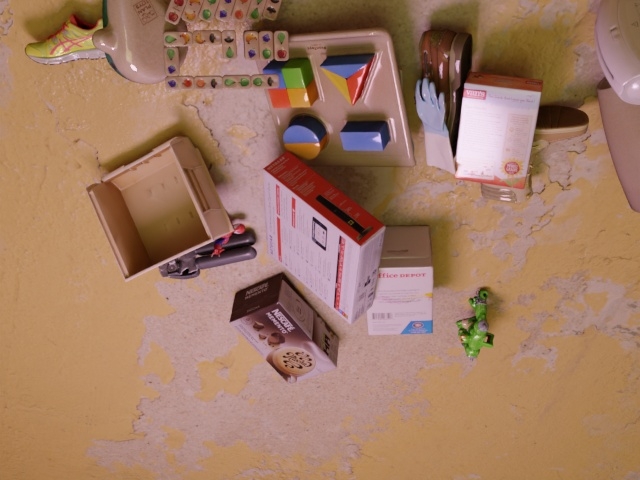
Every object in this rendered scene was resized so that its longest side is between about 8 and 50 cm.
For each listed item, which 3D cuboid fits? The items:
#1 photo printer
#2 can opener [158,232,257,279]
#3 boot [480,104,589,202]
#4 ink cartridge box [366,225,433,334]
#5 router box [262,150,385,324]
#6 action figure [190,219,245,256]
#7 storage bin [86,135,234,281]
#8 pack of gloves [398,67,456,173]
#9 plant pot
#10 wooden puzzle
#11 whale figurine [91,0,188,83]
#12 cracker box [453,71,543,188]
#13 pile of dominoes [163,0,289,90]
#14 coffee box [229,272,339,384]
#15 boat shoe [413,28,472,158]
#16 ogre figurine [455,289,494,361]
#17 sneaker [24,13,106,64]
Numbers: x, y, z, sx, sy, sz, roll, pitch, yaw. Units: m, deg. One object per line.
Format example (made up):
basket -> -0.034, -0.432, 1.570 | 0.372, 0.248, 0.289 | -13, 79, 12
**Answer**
photo printer -> 0.687, -0.380, 1.436 | 0.307, 0.256, 0.107 | -3, 149, 6
can opener -> -0.296, 0.046, 1.995 | 0.283, 0.076, 0.095 | -12, 160, 13
boot -> 0.476, -0.189, 1.702 | 0.261, 0.095, 0.203 | -8, 127, 19
ink cartridge box -> 0.199, 0.101, 1.920 | 0.171, 0.168, 0.233 | -1, 129, 5
router box -> 0.000, 0.000, 1.750 | 0.301, 0.082, 0.335 | 40, 153, 23
action figure -> -0.332, -0.018, 1.886 | 0.280, 0.139, 0.092 | -3, 104, 4
storage bin -> -0.382, -0.078, 1.785 | 0.262, 0.123, 0.260 | -24, 90, 23
pack of gloves -> 0.194, -0.256, 1.632 | 0.195, 0.046, 0.232 | 29, 146, 42
plant pot -> 0.702, -0.239, 1.575 | 0.256, 0.256, 0.274 | -31, 105, 26
wooden puzzle -> 0.022, -0.283, 1.621 | 0.322, 0.080, 0.348 | 3, 133, 26
whale figurine -> -0.385, -0.452, 1.525 | 0.141, 0.216, 0.272 | 18, 142, 44
cracker box -> 0.375, -0.232, 1.599 | 0.155, 0.067, 0.232 | 11, 128, 14
pile of dominoes -> -0.190, -0.399, 1.507 | 0.251, 0.040, 0.196 | -3, 108, -8
coffee box -> -0.096, 0.251, 2.099 | 0.168, 0.119, 0.297 | -23, 124, 23
boat shoe -> 0.261, -0.312, 1.630 | 0.104, 0.111, 0.307 | 16, 129, 22
ogre figurine -> 0.423, 0.239, 2.048 | 0.096, 0.118, 0.197 | 23, 127, -14
sneaker -> -0.533, -0.435, 1.608 | 0.208, 0.081, 0.094 | -8, 121, 2
